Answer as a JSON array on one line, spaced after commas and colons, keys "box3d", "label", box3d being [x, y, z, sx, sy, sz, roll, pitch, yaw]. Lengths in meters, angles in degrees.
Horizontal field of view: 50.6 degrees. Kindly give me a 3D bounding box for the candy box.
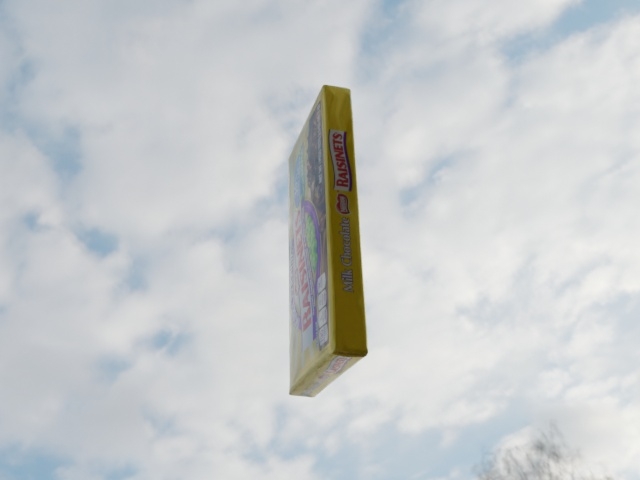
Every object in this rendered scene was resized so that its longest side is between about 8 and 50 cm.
[{"box3d": [0.000, 0.000, 0.493, 0.027, 0.205, 0.105, 6, -29, -15], "label": "candy box"}]
